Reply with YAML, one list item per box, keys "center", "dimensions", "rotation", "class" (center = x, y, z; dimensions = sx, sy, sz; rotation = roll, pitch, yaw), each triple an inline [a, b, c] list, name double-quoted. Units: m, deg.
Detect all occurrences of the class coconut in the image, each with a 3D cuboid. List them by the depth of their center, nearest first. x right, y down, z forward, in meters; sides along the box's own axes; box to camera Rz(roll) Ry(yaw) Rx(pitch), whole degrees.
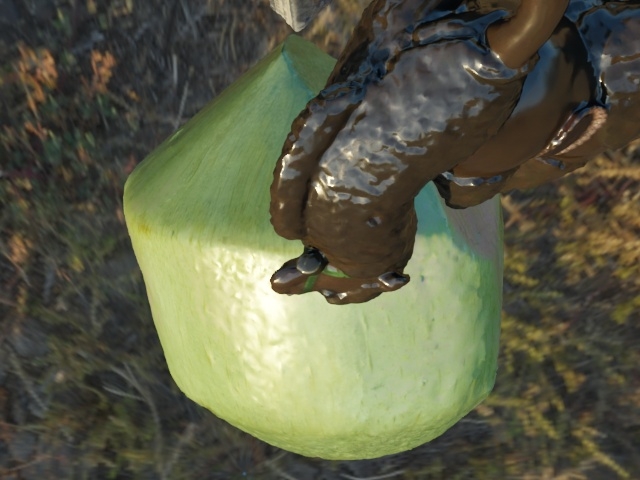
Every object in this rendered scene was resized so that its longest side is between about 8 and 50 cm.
- center: [0.000, 0.000, 1.129]
  dimensions: [0.281, 0.328, 0.328]
  rotation: [-17, 82, -15]
  class: "coconut"

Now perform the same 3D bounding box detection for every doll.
- center: [0.049, -0.043, 0.425]
  dimensions: [0.139, 0.165, 0.057]
  rotation: [-8, 50, -45]
  class: "doll"

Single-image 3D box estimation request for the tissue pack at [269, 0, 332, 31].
- center: [0.001, -0.272, 1.358]
  dimensions: [0.112, 0.156, 0.051]
  rotation: [-40, 75, -10]
  class: "tissue pack"
